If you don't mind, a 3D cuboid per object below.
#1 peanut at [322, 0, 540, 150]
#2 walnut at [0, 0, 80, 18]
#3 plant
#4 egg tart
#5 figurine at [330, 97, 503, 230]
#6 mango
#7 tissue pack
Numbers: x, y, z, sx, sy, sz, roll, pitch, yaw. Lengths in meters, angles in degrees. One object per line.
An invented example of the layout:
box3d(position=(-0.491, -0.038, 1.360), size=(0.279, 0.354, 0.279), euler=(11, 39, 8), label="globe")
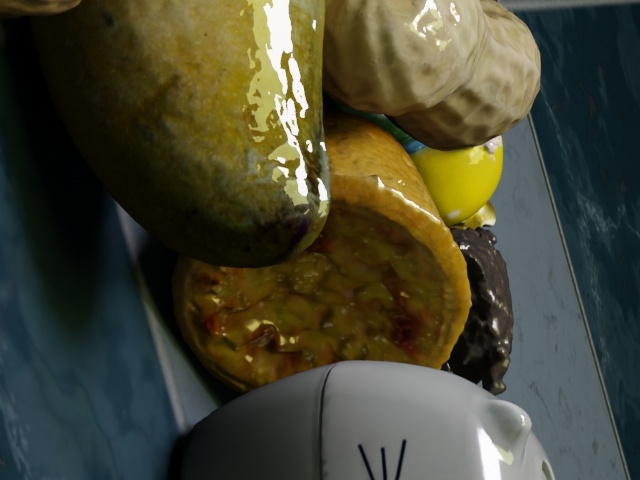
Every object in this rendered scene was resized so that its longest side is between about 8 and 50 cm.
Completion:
box3d(position=(0.076, -0.138, 1.406), size=(0.298, 0.120, 0.136), euler=(19, 68, -64), label="peanut")
box3d(position=(-0.176, -0.229, 1.102), size=(0.198, 0.198, 0.245), euler=(51, 35, -44), label="walnut")
box3d(position=(0.083, 0.067, 1.587), size=(0.203, 0.131, 0.142), euler=(-61, 135, -57), label="plant")
box3d(position=(0.000, 0.000, 1.372), size=(0.147, 0.203, 0.202), euler=(-91, 155, -52), label="egg tart")
box3d(position=(0.087, -0.117, 1.745), size=(0.234, 0.127, 0.185), euler=(42, 30, -37), label="figurine")
box3d(position=(-0.088, -0.136, 1.257), size=(0.176, 0.177, 0.329), euler=(5, 74, -52), label="mango")
box3d(position=(0.054, 0.248, 1.273), size=(0.229, 0.236, 0.333), euler=(38, 43, -57), label="tissue pack")
